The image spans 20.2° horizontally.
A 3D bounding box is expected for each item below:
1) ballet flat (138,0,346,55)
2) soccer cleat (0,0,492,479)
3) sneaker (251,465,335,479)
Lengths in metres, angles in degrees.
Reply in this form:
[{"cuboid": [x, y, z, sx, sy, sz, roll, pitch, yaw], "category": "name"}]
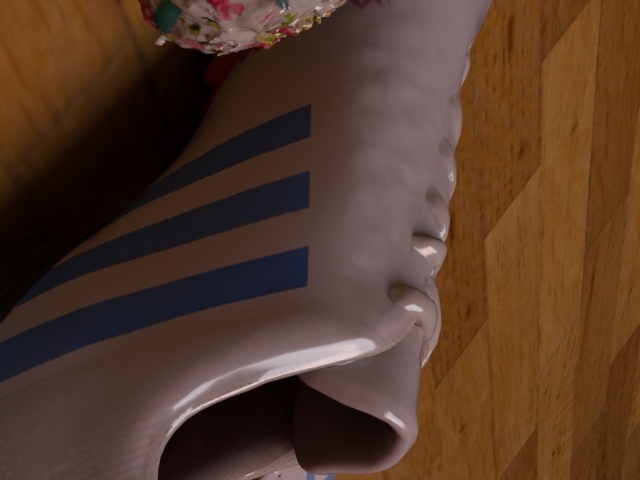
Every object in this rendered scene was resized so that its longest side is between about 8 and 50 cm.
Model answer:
[{"cuboid": [0.020, -0.138, 0.601, 0.241, 0.091, 0.077, -38, 180, -34], "category": "ballet flat"}, {"cuboid": [0.000, 0.000, 0.630, 0.331, 0.143, 0.116, -51, 160, -26], "category": "soccer cleat"}, {"cuboid": [-0.061, 0.121, 0.756, 0.237, 0.085, 0.086, -42, 174, -36], "category": "sneaker"}]
